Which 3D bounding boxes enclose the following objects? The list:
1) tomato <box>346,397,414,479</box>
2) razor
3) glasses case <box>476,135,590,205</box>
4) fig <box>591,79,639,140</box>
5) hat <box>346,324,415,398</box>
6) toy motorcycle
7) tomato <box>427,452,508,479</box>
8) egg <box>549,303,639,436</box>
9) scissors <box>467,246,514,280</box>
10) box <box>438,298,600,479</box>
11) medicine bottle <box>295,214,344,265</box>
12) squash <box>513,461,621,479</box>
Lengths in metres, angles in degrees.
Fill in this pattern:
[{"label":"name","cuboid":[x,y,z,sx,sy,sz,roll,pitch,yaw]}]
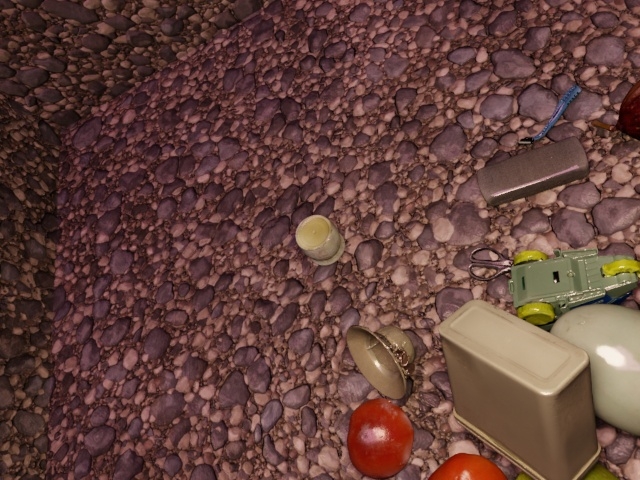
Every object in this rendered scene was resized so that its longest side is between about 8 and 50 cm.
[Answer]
[{"label":"tomato","cuboid":[0.165,0.573,1.590,0.199,0.112,0.228,-16,64,20]},{"label":"razor","cuboid":[0.747,-0.398,1.760,0.253,0.042,0.082,-49,14,-1]},{"label":"glasses case","cuboid":[0.657,-0.212,1.700,0.323,0.074,0.131,-19,61,20]},{"label":"fig","cuboid":[0.929,-0.357,1.562,0.249,0.186,0.204,-27,76,24]},{"label":"hat","cuboid":[0.206,0.333,1.645,0.130,0.257,0.257,-32,50,-26]},{"label":"toy motorcycle","cuboid":[0.688,0.130,1.462,0.326,0.200,0.191,-13,53,31]},{"label":"tomato","cuboid":[0.370,0.675,1.388,0.259,0.180,0.260,-15,60,28]},{"label":"egg","cuboid":[0.735,0.307,1.293,0.388,0.276,0.276,32,85,18]},{"label":"scissors","cuboid":[0.594,0.078,1.635,0.299,0.022,0.109,4,74,29]},{"label":"box","cuboid":[0.471,0.361,1.320,0.177,0.344,0.352,-32,33,-21]},{"label":"medicine bottle","cuboid":[0.000,0.000,1.918,0.147,0.143,0.147,-9,64,19]},{"label":"squash","cuboid":[0.631,0.630,1.311,0.203,0.111,0.288,-50,56,2]}]
